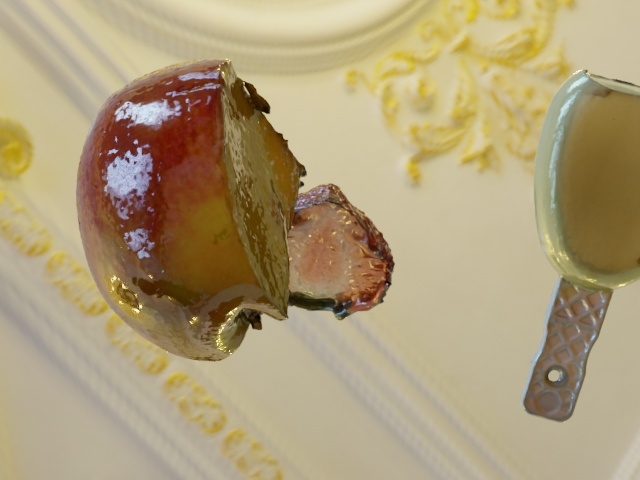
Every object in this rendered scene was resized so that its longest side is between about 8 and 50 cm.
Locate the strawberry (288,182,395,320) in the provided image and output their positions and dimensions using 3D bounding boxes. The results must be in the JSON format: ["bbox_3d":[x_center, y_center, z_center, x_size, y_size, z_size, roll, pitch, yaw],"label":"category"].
[{"bbox_3d":[0.000,0.000,1.580,0.146,0.187,0.082,9,-123,-1],"label":"strawberry"}]

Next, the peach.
[{"bbox_3d":[-0.068,-0.014,0.842,0.118,0.151,0.151,18,-114,-11],"label":"peach"}]

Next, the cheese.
[{"bbox_3d":[0.200,0.011,1.200,0.127,0.050,0.255,13,-78,-4],"label":"cheese"}]
